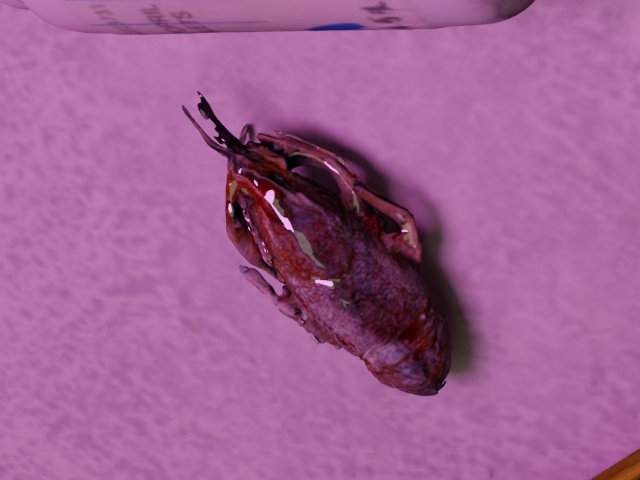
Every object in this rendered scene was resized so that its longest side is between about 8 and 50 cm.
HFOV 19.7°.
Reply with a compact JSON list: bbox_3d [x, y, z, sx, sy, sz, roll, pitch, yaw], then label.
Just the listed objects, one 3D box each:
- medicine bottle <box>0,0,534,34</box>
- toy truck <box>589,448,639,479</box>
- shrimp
[{"bbox_3d":[-0.056,-0.168,0.745,0.293,0.170,0.170,3,119,23],"label":"medicine bottle"},{"bbox_3d":[0.089,0.249,0.885,0.405,0.254,0.180,-36,103,20],"label":"toy truck"},{"bbox_3d":[0.000,0.001,0.883,0.190,0.073,0.075,43,83,-16],"label":"shrimp"}]
